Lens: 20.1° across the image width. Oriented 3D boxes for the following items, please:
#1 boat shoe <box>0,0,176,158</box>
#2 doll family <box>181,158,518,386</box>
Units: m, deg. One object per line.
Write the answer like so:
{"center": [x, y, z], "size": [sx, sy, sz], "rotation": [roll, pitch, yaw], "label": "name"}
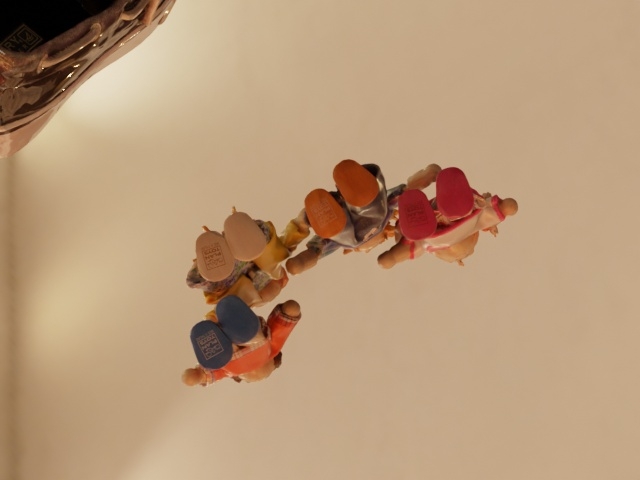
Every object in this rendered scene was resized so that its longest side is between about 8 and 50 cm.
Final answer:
{"center": [-0.146, -0.170, 1.088], "size": [0.113, 0.105, 0.306], "rotation": [39, -139, -1], "label": "boat shoe"}
{"center": [0.000, 0.000, 1.258], "size": [0.118, 0.263, 0.163], "rotation": [60, -179, 13], "label": "doll family"}
